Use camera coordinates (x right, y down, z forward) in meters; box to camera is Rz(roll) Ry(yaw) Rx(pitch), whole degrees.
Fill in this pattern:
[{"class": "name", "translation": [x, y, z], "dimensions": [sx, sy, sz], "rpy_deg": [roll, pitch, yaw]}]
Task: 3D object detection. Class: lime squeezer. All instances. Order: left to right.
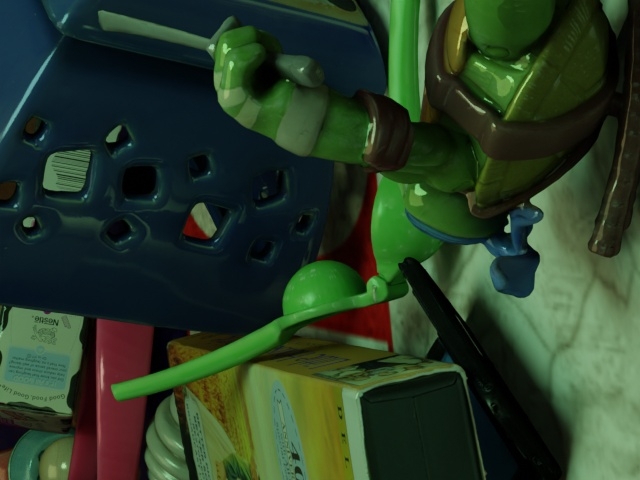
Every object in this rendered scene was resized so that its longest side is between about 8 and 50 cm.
[{"class": "lime squeezer", "translation": [0.000, 0.000, 1.036], "dimensions": [0.310, 0.110, 0.059], "rpy_deg": [-56, -2, 20]}]

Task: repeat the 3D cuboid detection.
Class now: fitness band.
[{"class": "fitness band", "translation": [-0.162, 0.121, 1.480], "dimensions": [0.291, 0.054, 0.209], "rpy_deg": [138, 139, -79]}]

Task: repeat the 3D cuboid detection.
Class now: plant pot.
[{"class": "plant pot", "translation": [-0.111, -0.103, 1.124], "dimensions": [0.212, 0.236, 0.236], "rpy_deg": [-61, 36, 30]}]

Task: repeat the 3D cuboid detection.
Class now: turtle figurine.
[{"class": "turtle figurine", "translation": [0.041, -0.129, 0.797], "dimensions": [0.275, 0.197, 0.266], "rpy_deg": [67, 150, 26]}]

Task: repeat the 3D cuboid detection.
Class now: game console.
[{"class": "game console", "translation": [0.062, 0.088, 0.975], "dimensions": [0.107, 0.071, 0.122], "rpy_deg": [51, -175, -44]}]

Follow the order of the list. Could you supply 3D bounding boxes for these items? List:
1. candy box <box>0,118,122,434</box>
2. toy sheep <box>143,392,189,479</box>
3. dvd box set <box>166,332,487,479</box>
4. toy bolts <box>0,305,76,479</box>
[{"class": "candy box", "translation": [-0.213, 0.029, 1.534], "dimensions": [0.159, 0.071, 0.233], "rpy_deg": [126, 152, -76]}, {"class": "toy sheep", "translation": [-0.084, 0.149, 1.357], "dimensions": [0.132, 0.091, 0.091], "rpy_deg": [-63, 36, 28]}, {"class": "dvd box set", "translation": [0.009, 0.210, 1.104], "dimensions": [0.420, 0.062, 0.308], "rpy_deg": [-177, 76, -73]}, {"class": "toy bolts", "translation": [-0.292, 0.158, 1.769], "dimensions": [0.158, 0.218, 0.228], "rpy_deg": [-17, 99, 62]}]
